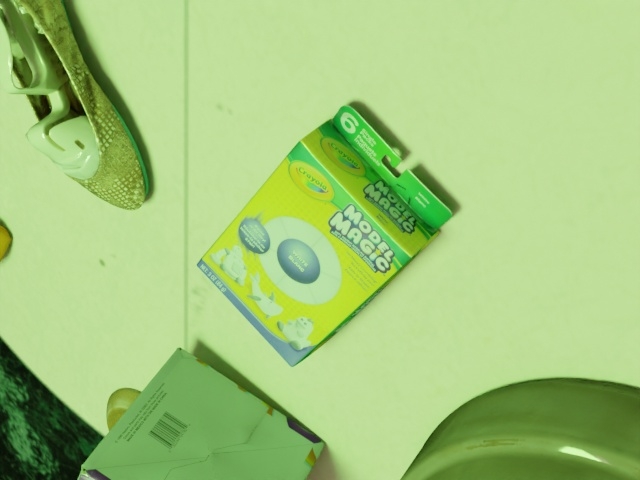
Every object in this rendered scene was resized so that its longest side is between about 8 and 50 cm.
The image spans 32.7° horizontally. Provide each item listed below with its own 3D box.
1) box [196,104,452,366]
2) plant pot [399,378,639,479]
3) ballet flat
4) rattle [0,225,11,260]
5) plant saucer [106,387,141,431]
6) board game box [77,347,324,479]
[{"bbox_3d":[0.000,0.000,0.725,0.105,0.043,0.179,46,132,3],"label":"box"},{"bbox_3d":[0.131,0.289,0.642,0.323,0.280,0.323,19,126,28],"label":"plant pot"},{"bbox_3d":[-0.195,-0.104,0.787,0.073,0.067,0.206,-15,107,40],"label":"ballet flat"},{"bbox_3d":[-0.377,-0.006,1.009,0.130,0.142,0.199,53,170,-12],"label":"rattle"},{"bbox_3d":[-0.161,0.170,0.962,0.083,0.015,0.083,18,125,27],"label":"plant saucer"},{"bbox_3d":[-0.130,0.247,0.888,0.142,0.144,0.275,33,132,4],"label":"board game box"}]
